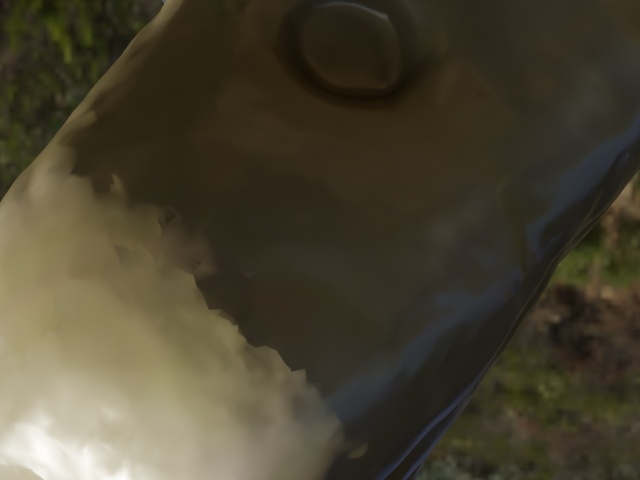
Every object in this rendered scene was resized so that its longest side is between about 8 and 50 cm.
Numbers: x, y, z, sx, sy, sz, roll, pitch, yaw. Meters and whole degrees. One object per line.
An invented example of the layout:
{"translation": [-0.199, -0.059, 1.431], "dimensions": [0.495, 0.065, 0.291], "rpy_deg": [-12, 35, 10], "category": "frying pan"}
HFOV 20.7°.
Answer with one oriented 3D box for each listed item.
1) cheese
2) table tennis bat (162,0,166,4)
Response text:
{"translation": [0.000, 0.000, 0.432], "dimensions": [0.117, 0.218, 0.235], "rpy_deg": [34, -169, 5], "category": "cheese"}
{"translation": [0.033, -0.113, 0.626], "dimensions": [0.236, 0.150, 0.027], "rpy_deg": [25, 171, -25], "category": "table tennis bat"}
